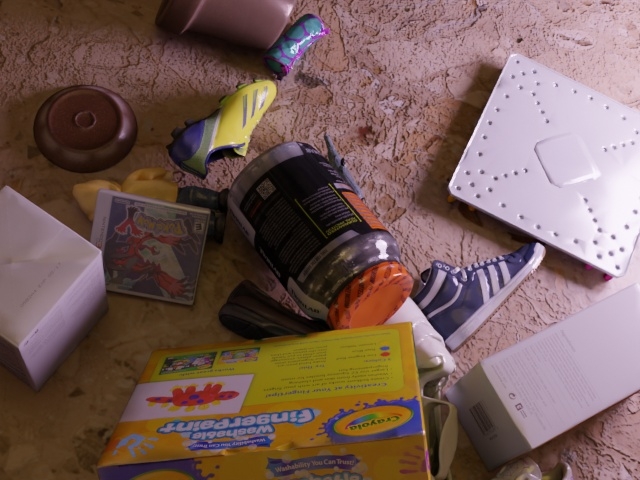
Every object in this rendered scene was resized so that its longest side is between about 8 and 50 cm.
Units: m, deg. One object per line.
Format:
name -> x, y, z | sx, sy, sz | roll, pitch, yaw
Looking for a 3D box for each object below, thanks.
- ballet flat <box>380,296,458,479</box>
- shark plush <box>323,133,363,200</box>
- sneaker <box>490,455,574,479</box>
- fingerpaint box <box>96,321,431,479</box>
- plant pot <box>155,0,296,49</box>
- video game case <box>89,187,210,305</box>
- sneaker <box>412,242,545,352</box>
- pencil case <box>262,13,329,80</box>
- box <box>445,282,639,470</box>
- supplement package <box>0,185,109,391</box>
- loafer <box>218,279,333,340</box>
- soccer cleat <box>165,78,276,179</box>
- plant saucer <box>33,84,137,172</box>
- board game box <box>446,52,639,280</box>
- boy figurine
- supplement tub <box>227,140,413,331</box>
ballet flat -> 0.183, 0.271, 1.668 | 0.139, 0.139, 0.400 | 3, 68, -9
shark plush -> 0.048, -0.139, 1.869 | 0.073, 0.067, 0.161 | -4, 67, -11
sneaker -> 0.299, 0.444, 1.613 | 0.305, 0.114, 0.152 | -3, 95, -20
fingerpaint box -> -0.064, 0.290, 1.437 | 0.445, 0.371, 0.163 | -7, 108, 4
plant pot -> -0.178, -0.499, 1.915 | 0.229, 0.263, 0.263 | 26, 63, -19
video game case -> -0.312, 0.013, 1.701 | 0.201, 0.023, 0.183 | 11, 106, -7
sneaker -> 0.295, 0.065, 1.806 | 0.153, 0.099, 0.282 | 44, 70, 8
pencil case -> -0.052, -0.405, 1.971 | 0.070, 0.064, 0.151 | 29, 64, 21
box -> 0.431, 0.245, 1.686 | 0.345, 0.215, 0.168 | -24, 73, -18
supplement package -> -0.493, 0.087, 1.567 | 0.198, 0.262, 0.199 | 34, 65, 6
loafer -> -0.031, 0.160, 1.707 | 0.303, 0.109, 0.095 | 23, 60, 4
soccer cleat -> -0.171, -0.213, 1.837 | 0.121, 0.093, 0.289 | 42, 53, 7
plant saucer -> -0.456, -0.226, 1.838 | 0.199, 0.036, 0.198 | 4, 67, -9
board game box -> 0.499, -0.156, 1.965 | 0.390, 0.050, 0.389 | 27, 64, 2
boy figurine -> -0.315, -0.054, 1.757 | 0.285, 0.092, 0.177 | 5, 70, -6
supplement tub -> 0.000, 0.000, 1.689 | 0.207, 0.207, 0.338 | -28, 60, -20
